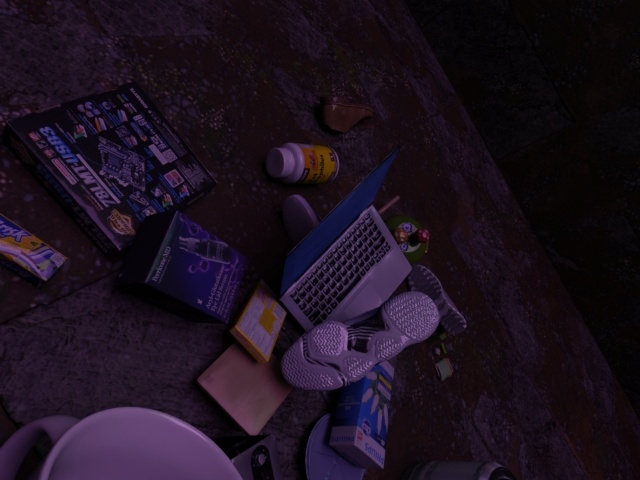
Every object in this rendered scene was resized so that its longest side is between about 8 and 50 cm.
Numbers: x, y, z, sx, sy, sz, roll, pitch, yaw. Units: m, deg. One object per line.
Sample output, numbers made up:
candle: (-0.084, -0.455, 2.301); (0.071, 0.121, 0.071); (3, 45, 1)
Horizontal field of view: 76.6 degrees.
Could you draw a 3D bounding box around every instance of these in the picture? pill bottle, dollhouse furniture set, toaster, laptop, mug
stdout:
pill bottle: (-0.053, -0.225, 1.196); (0.215, 0.117, 0.117); (-9, 76, -45)
dollhouse furniture set: (0.424, 0.396, 1.386); (0.076, 0.058, 0.152); (-10, 77, -46)
toaster: (-0.184, 0.425, 0.713); (0.168, 0.185, 0.110); (-4, 75, -53)
laptop: (0.102, 0.060, 0.991); (0.382, 0.236, 0.408); (-45, 113, -23)
mug: (-0.313, 0.397, 0.503); (0.374, 0.328, 0.276); (40, 5, 25)

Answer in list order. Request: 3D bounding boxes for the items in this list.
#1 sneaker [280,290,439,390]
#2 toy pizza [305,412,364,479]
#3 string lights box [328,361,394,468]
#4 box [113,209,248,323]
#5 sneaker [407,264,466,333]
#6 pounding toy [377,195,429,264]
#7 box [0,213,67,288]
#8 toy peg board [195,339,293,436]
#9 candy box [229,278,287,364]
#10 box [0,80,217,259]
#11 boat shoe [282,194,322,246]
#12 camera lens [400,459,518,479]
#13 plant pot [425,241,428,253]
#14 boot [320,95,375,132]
sneaker: (0.086, 0.244, 0.941); (0.365, 0.210, 0.137); (-22, 71, -11)
toy pizza: (0.032, 0.519, 0.965); (0.201, 0.032, 0.201); (23, 56, -39)
string lights box: (0.111, 0.409, 1.017); (0.133, 0.076, 0.260); (50, 37, -29)
box: (-0.267, 0.060, 0.806); (0.207, 0.108, 0.153); (41, 53, -44)
sneaker: (0.405, 0.209, 1.459); (0.281, 0.105, 0.115); (55, 9, -2)
pounding toy: (0.279, -0.033, 1.372); (0.183, 0.110, 0.237); (-32, 86, -17)
box: (-0.520, 0.006, 0.673); (0.169, 0.059, 0.054); (42, 47, -20)
toy peg board: (-0.164, 0.311, 0.866); (0.160, 0.079, 0.161); (44, 42, 3)
candy box: (-0.134, 0.178, 0.925); (0.105, 0.027, 0.206); (48, 21, -12)
box: (-0.414, -0.160, 0.850); (0.295, 0.073, 0.293); (52, 44, -12)
boat shoe: (0.000, 0.000, 1.143); (0.102, 0.108, 0.301); (-38, 100, -47)
camera lens: (0.363, 0.681, 1.025); (0.219, 0.274, 0.219); (21, 57, -35)
plant pot: (0.335, 0.012, 1.481); (0.083, 0.081, 0.081); (32, 50, -15)
boot: (0.099, -0.456, 1.496); (0.305, 0.112, 0.115); (-14, 110, -51)
